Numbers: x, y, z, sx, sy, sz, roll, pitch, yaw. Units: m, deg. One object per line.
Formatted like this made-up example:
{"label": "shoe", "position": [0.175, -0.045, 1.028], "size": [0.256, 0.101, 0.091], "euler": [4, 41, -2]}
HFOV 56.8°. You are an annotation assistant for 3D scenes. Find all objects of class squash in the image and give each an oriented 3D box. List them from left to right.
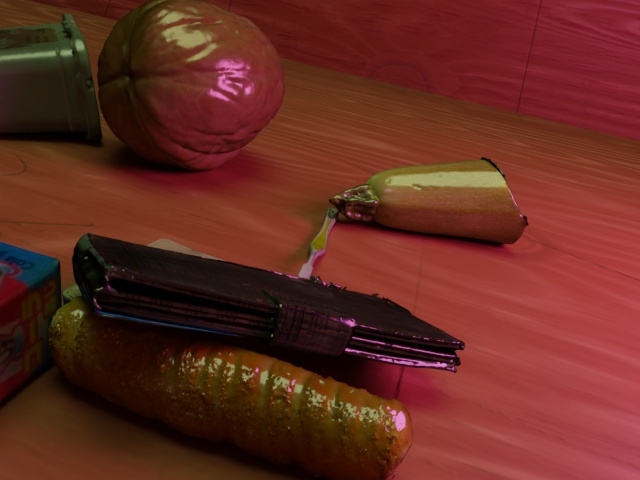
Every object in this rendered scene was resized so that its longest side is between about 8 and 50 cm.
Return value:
{"label": "squash", "position": [0.155, -0.074, 0.891], "size": [0.287, 0.137, 0.137], "euler": [6, 24, -5]}

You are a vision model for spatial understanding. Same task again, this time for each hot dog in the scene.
{"label": "hot dog", "position": [-0.076, 0.114, 0.441], "size": [0.289, 0.083, 0.068], "euler": [16, 44, 13]}

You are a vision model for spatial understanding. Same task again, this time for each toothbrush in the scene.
{"label": "toothbrush", "position": [0.000, 0.000, 0.776], "size": [0.022, 0.026, 0.263], "euler": [20, 25, 2]}

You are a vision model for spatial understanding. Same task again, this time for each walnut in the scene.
{"label": "walnut", "position": [-0.203, -0.251, 0.957], "size": [0.252, 0.277, 0.313], "euler": [57, 30, 7]}

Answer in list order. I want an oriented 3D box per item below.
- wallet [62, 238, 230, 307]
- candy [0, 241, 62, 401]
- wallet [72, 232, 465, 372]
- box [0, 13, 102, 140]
{"label": "wallet", "position": [-0.162, 0.052, 0.579], "size": [0.110, 0.039, 0.155], "euler": [22, 26, 15]}
{"label": "candy", "position": [-0.318, 0.090, 0.359], "size": [0.157, 0.100, 0.306], "euler": [16, 26, 9]}
{"label": "wallet", "position": [-0.043, 0.055, 0.512], "size": [0.317, 0.044, 0.169], "euler": [15, 5, -29]}
{"label": "box", "position": [-0.504, -0.286, 1.039], "size": [0.182, 0.175, 0.312], "euler": [-12, 31, -23]}
